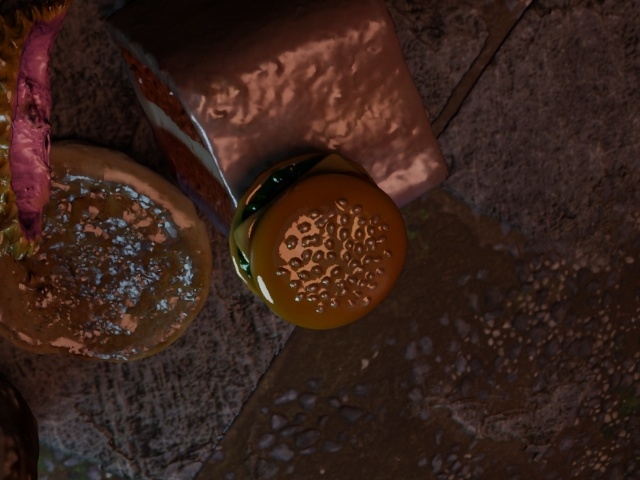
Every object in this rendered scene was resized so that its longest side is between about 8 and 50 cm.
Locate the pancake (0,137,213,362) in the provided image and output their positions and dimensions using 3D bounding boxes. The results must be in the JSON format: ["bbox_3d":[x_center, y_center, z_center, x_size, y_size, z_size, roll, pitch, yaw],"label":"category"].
[{"bbox_3d":[-0.251,0.019,1.615,0.283,0.049,0.282,-4,118,-7],"label":"pancake"}]

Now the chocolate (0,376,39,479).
[{"bbox_3d":[-0.445,0.242,1.543,0.340,0.210,0.225,15,110,-38],"label":"chocolate"}]

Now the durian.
[{"bbox_3d":[-0.349,-0.103,1.479,0.187,0.154,0.260,-4,98,18],"label":"durian"}]

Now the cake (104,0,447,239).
[{"bbox_3d":[-0.052,-0.145,1.484,0.230,0.309,0.237,-27,120,-14],"label":"cake"}]

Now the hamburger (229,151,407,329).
[{"bbox_3d":[0.000,0.000,1.326,0.162,0.115,0.162,-8,112,-20],"label":"hamburger"}]
